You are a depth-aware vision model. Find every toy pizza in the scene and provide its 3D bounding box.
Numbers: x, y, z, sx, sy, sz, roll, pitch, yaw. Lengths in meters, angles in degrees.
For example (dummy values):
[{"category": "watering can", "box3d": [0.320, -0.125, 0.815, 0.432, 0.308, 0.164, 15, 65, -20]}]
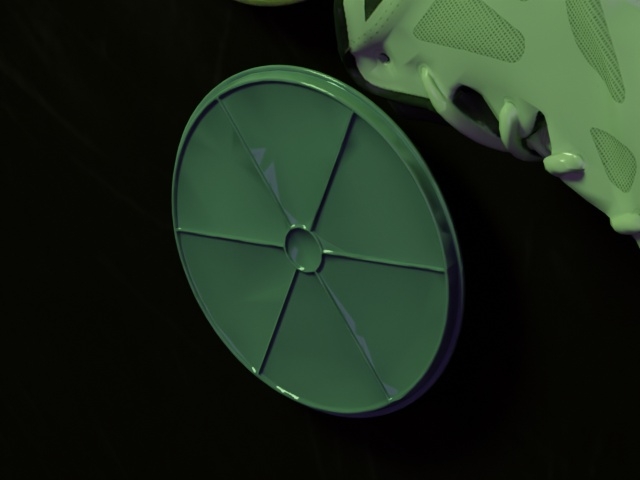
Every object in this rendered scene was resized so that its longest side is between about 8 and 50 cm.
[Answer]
[{"category": "toy pizza", "box3d": [0.000, 0.000, 1.058, 0.201, 0.032, 0.201, 19, 121, 35]}]

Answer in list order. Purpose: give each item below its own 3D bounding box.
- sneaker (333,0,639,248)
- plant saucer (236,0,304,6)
[{"category": "sneaker", "box3d": [0.161, -0.043, 0.841, 0.257, 0.169, 0.447, -21, 87, 52]}, {"category": "plant saucer", "box3d": [-0.031, -0.218, 0.980, 0.198, 0.036, 0.198, 18, 121, 33]}]
